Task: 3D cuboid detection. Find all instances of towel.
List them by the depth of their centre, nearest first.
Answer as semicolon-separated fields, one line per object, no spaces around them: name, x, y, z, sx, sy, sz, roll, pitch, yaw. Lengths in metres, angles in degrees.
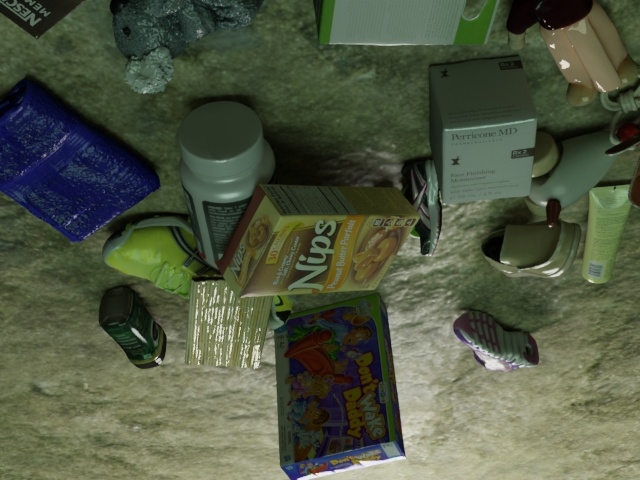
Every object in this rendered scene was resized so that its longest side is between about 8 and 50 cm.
towel;-0.452;-0.120;1.831;0.227;0.076;0.308;-28;136;28

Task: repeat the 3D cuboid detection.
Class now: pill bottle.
pill bottle;-0.150;-0.089;1.834;0.161;0.161;0.283;-5;141;0

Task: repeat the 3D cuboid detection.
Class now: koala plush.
koala plush;-0.210;-0.323;1.521;0.203;0.196;0.221;16;134;-39

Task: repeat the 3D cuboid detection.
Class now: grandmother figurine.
grandmother figurine;0.371;-0.343;1.624;0.207;0.104;0.342;-32;137;18

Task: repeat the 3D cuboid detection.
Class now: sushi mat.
sushi mat;-0.171;0.155;2.013;0.151;0.019;0.317;3;145;-8

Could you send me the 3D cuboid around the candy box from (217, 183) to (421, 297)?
candy box;0.000;0.000;1.851;0.316;0.087;0.183;-2;132;-41

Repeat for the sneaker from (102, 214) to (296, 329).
sneaker;-0.215;0.061;2.026;0.384;0.147;0.145;11;140;-17

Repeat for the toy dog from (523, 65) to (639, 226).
toy dog;0.482;-0.122;1.857;0.220;0.161;0.333;29;131;-35

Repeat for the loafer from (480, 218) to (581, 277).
loafer;0.383;0.016;2.009;0.092;0.102;0.268;18;163;-18

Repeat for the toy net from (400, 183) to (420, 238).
toy net;0.105;-0.026;2.030;0.232;0.045;0.122;-23;138;22

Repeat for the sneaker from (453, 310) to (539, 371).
sneaker;0.363;0.231;2.346;0.236;0.095;0.104;25;140;-33

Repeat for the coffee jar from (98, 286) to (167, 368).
coffee jar;-0.377;0.181;2.197;0.079;0.096;0.184;-11;140;13

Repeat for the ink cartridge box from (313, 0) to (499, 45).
ink cartridge box;0.127;-0.378;1.556;0.255;0.097;0.189;0;141;-8

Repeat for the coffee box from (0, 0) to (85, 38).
coffee box;-0.426;-0.425;1.419;0.168;0.119;0.297;-29;135;26

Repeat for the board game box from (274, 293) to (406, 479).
board game box;0.032;0.291;2.176;0.233;0.347;0.078;-15;140;12

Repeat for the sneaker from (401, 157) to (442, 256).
sneaker;0.178;-0.062;1.948;0.077;0.072;0.178;2;104;13

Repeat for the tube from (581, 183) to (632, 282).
tube;0.547;-0.019;2.082;0.070;0.062;0.240;-39;146;-28

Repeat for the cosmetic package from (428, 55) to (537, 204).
cosmetic package;0.261;-0.179;1.770;0.151;0.151;0.184;-7;141;1
